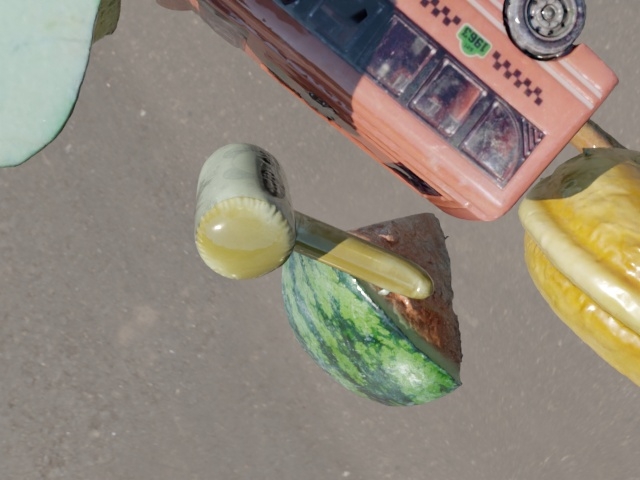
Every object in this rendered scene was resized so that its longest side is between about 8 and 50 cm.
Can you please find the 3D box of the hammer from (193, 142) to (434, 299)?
[{"bbox_3d":[0.000,0.000,0.904,0.305,0.202,0.113,23,116,-17],"label":"hammer"}]

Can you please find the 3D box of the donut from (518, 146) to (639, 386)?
[{"bbox_3d":[0.441,0.041,0.973,0.449,0.449,0.198,40,117,22],"label":"donut"}]

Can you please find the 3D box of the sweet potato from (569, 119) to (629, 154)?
[{"bbox_3d":[0.522,-0.132,1.415,0.109,0.109,0.385,-37,100,-1],"label":"sweet potato"}]

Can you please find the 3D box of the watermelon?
[{"bbox_3d":[0.065,0.089,1.166,0.250,0.292,0.283,-28,104,28],"label":"watermelon"}]

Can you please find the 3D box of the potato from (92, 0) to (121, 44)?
[{"bbox_3d":[-0.302,-0.205,0.712,0.112,0.255,0.269,41,124,3],"label":"potato"}]

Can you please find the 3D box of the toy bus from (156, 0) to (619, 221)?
[{"bbox_3d":[0.055,-0.217,0.763,0.427,0.203,0.233,37,90,-9],"label":"toy bus"}]

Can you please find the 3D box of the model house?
[{"bbox_3d":[-0.208,-0.140,0.496,0.149,0.119,0.148,-116,42,-57],"label":"model house"}]
